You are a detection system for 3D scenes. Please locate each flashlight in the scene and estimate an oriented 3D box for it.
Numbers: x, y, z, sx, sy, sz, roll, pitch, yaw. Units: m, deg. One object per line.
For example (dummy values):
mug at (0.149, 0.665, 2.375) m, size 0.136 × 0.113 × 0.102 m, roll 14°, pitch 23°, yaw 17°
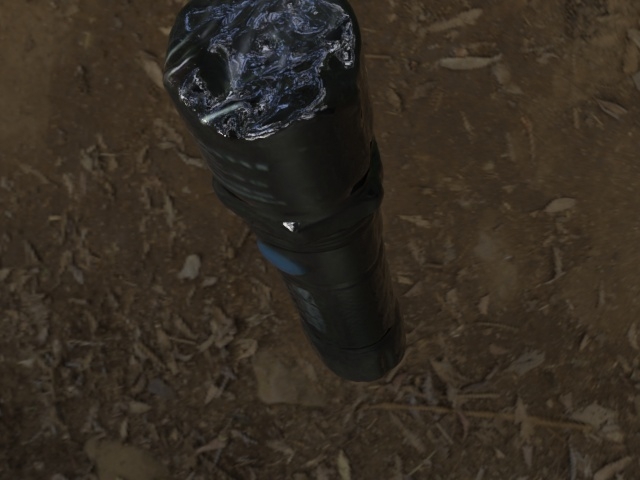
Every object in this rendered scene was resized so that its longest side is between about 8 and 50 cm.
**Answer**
flashlight at (0.000, 0.000, 0.565) m, size 0.103 × 0.424 × 0.103 m, roll -4°, pitch 64°, yaw 7°
